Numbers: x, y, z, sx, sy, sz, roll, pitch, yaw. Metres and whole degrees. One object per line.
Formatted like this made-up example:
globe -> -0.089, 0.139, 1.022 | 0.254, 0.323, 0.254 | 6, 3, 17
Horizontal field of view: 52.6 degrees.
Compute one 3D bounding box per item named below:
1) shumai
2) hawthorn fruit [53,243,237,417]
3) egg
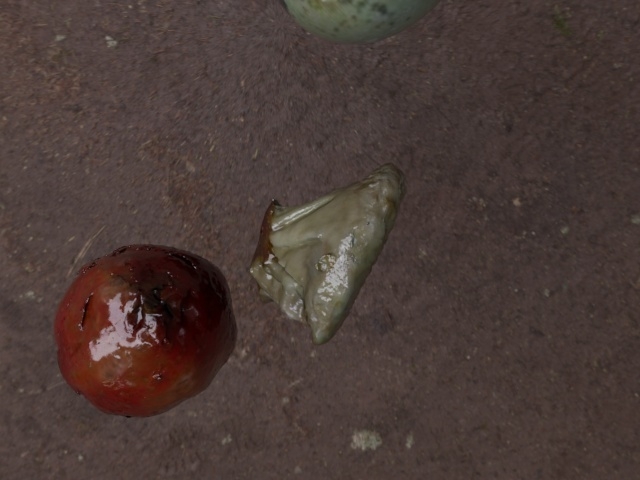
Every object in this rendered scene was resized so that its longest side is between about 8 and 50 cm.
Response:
shumai -> 0.000, 0.000, 0.652 | 0.120, 0.201, 0.201 | 25, 106, 5
hawthorn fruit -> -0.165, 0.074, 0.620 | 0.181, 0.235, 0.181 | 5, 69, -12
egg -> 0.074, -0.514, 1.068 | 0.345, 0.345, 0.428 | 42, 58, -15
